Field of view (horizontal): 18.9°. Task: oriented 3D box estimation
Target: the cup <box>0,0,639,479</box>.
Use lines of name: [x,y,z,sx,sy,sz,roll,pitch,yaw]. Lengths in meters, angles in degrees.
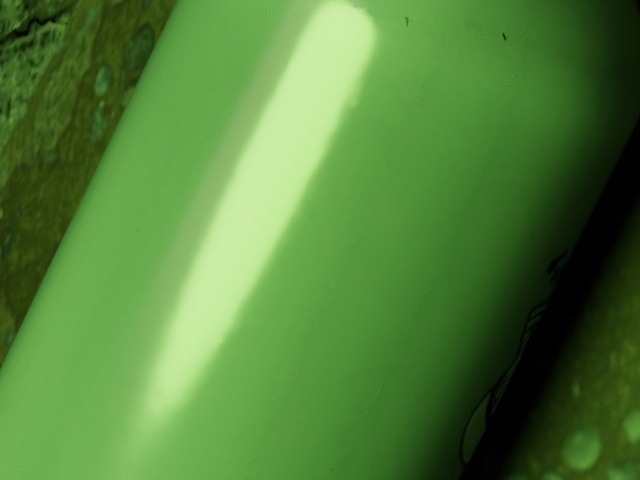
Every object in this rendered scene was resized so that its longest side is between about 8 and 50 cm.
cup: [0.000,0.000,0.829,0.205,0.205,0.312,43,112,47]
